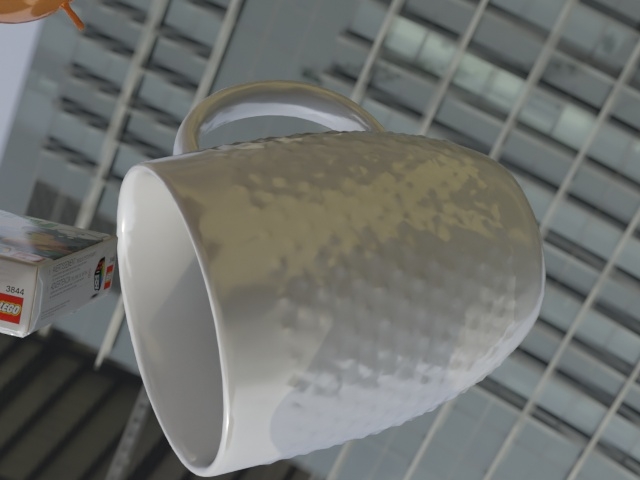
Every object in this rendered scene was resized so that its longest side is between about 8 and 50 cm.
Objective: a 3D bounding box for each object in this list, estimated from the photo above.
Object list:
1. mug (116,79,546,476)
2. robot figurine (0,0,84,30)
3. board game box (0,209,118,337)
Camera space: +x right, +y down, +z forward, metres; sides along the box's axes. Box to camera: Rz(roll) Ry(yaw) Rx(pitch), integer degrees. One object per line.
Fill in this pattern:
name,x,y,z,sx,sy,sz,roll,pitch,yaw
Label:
mug,0.000,0.000,1.492,0.328,0.276,0.374,-12,-125,-22
robot figurine,-0.229,-0.242,1.151,0.128,0.158,0.219,-13,-122,-30
board game box,-0.315,-0.003,1.168,0.305,0.053,0.193,13,-173,6
